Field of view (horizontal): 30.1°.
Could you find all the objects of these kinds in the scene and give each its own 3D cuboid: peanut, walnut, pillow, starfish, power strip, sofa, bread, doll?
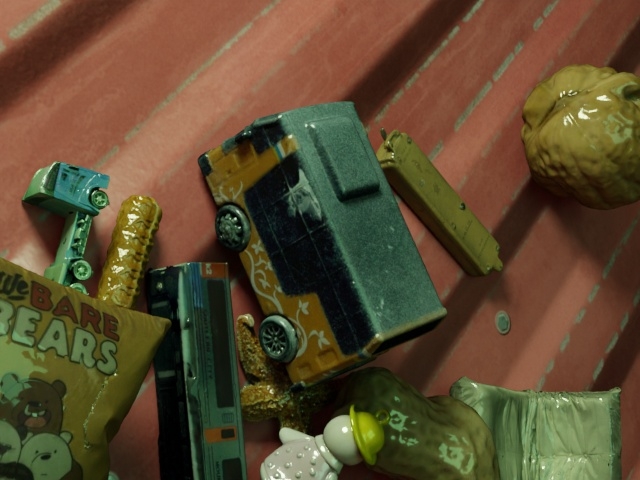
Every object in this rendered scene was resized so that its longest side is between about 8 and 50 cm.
[{"bbox_3d":[0.137,0.268,1.561,0.291,0.143,0.159,42,53,-21],"label":"peanut"},{"bbox_3d":[0.447,-0.165,1.913,0.257,0.257,0.224,20,36,-38],"label":"walnut"},{"bbox_3d":[-0.320,0.172,1.199,0.310,0.119,0.312,25,73,-33],"label":"pillow"},{"bbox_3d":[-0.036,0.193,1.515,0.227,0.043,0.240,-28,105,-40],"label":"starfish"},{"bbox_3d":[0.172,-0.054,1.757,0.305,0.044,0.064,47,54,-26],"label":"power strip"},{"bbox_3d":[0.304,0.306,1.706,0.225,0.176,0.210,17,70,-39],"label":"sofa"},{"bbox_3d":[-0.223,0.018,1.377,0.052,0.044,0.157,32,62,-40],"label":"bread"},{"bbox_3d":[-0.001,0.267,1.433,0.129,0.207,0.081,58,8,35],"label":"doll"}]

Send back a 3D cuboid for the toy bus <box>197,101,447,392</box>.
[{"bbox_3d":[0.000,0.000,1.464,0.162,0.194,0.323,-16,81,-46],"label":"toy bus"}]

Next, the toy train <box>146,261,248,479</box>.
[{"bbox_3d":[-0.136,0.230,1.383,0.089,0.086,0.409,0,81,-44],"label":"toy train"}]

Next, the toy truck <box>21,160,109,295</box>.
[{"bbox_3d":[-0.293,0.000,1.309,0.081,0.067,0.175,22,70,-31],"label":"toy truck"}]
